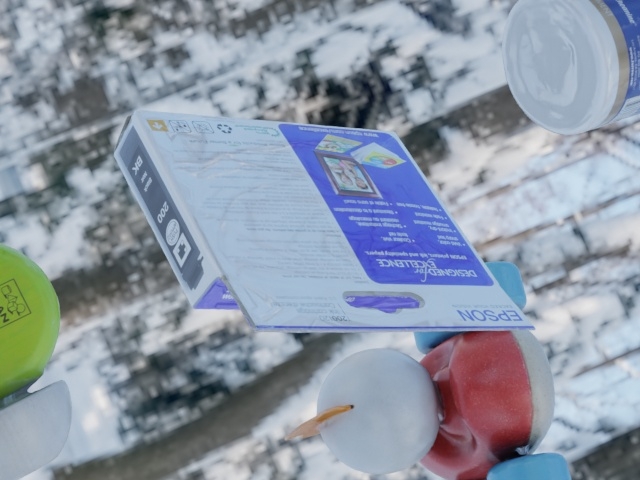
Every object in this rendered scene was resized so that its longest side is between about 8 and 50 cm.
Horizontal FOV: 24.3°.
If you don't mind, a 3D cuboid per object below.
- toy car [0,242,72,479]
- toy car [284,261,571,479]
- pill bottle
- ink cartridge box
[{"bbox_3d":[-0.217,0.064,0.752,0.159,0.182,0.136,62,-7,1],"label":"toy car"},{"bbox_3d":[0.076,0.157,1.354,0.210,0.238,0.219,123,-41,-66],"label":"toy car"},{"bbox_3d":[0.147,-0.093,0.675,0.067,0.120,0.067,32,-48,45],"label":"pill bottle"},{"bbox_3d":[0.000,0.000,0.926,0.208,0.206,0.045,58,-46,42],"label":"ink cartridge box"}]
